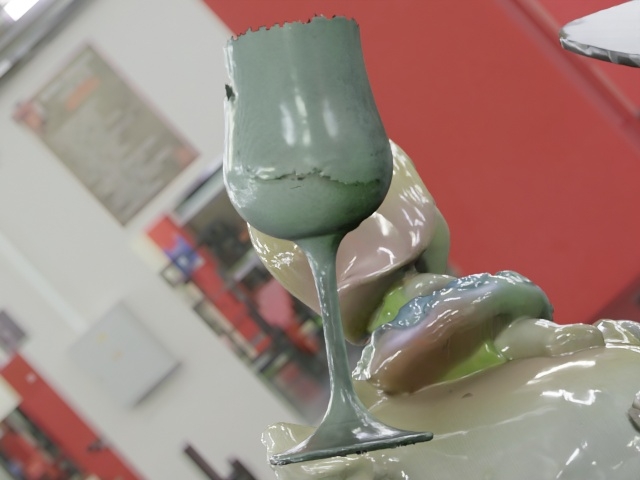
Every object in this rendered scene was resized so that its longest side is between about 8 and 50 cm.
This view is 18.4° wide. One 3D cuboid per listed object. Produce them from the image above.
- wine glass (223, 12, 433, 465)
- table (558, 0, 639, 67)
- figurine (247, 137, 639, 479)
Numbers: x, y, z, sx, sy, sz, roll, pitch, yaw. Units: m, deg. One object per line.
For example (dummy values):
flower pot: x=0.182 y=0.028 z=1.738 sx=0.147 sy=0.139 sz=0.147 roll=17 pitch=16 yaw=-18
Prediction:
wine glass: x=0.000 y=0.000 z=0.896 sx=0.079 sy=0.195 sz=0.079 roll=-9 pitch=-5 yaw=-1
table: x=0.304 y=-0.252 z=1.128 sx=0.317 sy=0.249 sz=0.317 roll=-8 pitch=17 yaw=3
figurine: x=0.060 y=0.071 z=1.172 sx=0.275 sy=0.394 sz=0.226 roll=-11 pitch=-35 yaw=-38
